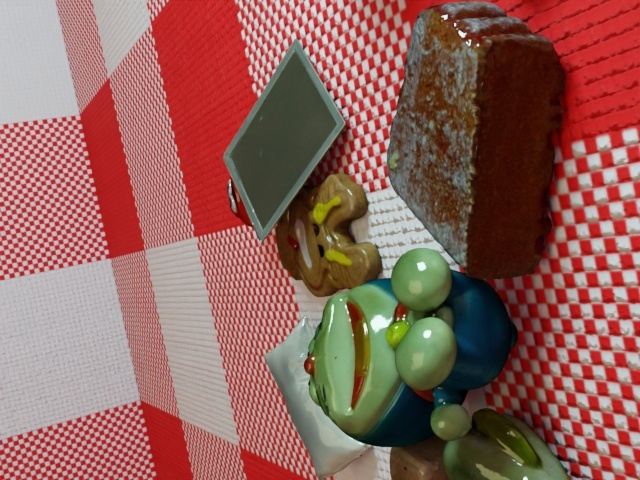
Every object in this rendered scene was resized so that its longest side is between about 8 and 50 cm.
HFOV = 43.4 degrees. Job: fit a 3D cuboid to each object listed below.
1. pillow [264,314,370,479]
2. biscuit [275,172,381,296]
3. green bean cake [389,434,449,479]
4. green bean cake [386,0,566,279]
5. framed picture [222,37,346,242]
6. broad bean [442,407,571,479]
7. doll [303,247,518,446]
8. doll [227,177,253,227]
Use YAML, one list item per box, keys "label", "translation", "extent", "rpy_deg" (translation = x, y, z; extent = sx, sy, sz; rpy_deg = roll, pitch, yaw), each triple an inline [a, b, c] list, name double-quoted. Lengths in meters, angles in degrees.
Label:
- label: "pillow"
  translation: [-0.009, 0.259, 1.329]
  extent: [0.254, 0.078, 0.144]
  rpy_deg: [63, 141, 27]
- label: "biscuit"
  translation: [-0.003, 0.001, 1.242]
  extent: [0.295, 0.044, 0.185]
  rpy_deg: [-21, 79, 63]
- label: "green bean cake"
  translation: [0.151, 0.324, 0.993]
  extent: [0.085, 0.109, 0.179]
  rpy_deg: [22, 121, 58]
- label: "green bean cake"
  translation: [0.159, -0.106, 0.805]
  extent: [0.198, 0.097, 0.232]
  rpy_deg: [51, 144, 45]
- label: "framed picture"
  translation: [-0.060, -0.150, 1.228]
  extent: [0.252, 0.014, 0.197]
  rpy_deg: [-52, 49, 34]
- label: "broad bean"
  translation: [0.221, 0.288, 0.866]
  extent: [0.228, 0.100, 0.169]
  rpy_deg: [65, 160, 2]
- label: "doll"
  translation: [0.099, 0.134, 0.925]
  extent: [0.322, 0.186, 0.198]
  rpy_deg: [-31, 53, 59]
- label: "doll"
  translation: [-0.104, -0.104, 1.351]
  extent: [0.217, 0.085, 0.183]
  rpy_deg: [136, 132, -58]
